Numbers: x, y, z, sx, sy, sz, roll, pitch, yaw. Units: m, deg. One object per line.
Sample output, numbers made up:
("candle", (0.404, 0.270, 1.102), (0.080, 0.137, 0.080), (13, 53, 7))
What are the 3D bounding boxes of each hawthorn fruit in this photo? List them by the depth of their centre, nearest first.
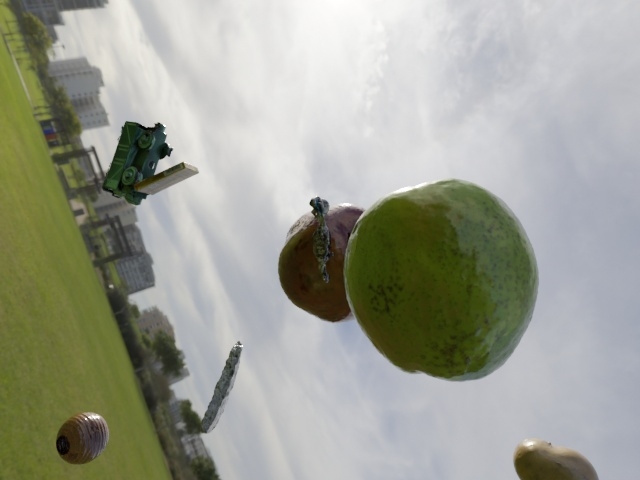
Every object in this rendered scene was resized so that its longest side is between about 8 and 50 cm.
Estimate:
("hawthorn fruit", (0.071, 0.055, 1.417), (0.403, 0.402, 0.403), (44, -35, 43))

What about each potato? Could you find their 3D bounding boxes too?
("potato", (0.393, 0.391, 0.736), (0.147, 0.112, 0.112), (33, -35, 10))

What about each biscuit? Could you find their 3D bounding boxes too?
("biscuit", (-0.271, 0.423, 1.255), (0.290, 0.038, 0.141), (-74, 178, -46))

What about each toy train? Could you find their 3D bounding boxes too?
("toy train", (-0.567, -0.247, 1.385), (0.154, 0.115, 0.270), (15, -94, 27))

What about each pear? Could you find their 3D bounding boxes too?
("pear", (0.226, 0.082, 0.858), (0.391, 0.391, 0.391), (44, -35, 43))

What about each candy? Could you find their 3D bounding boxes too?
("candy", (0.001, 0.000, 1.115), (0.094, 0.051, 0.227), (-59, 145, -68))

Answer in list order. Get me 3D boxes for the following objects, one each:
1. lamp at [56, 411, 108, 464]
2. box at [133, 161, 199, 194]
("lamp", (-0.665, 0.553, 1.248), (0.136, 0.136, 0.136), (44, -35, 43))
("box", (-0.421, -0.170, 1.222), (0.089, 0.156, 0.022), (10, 57, -78))
